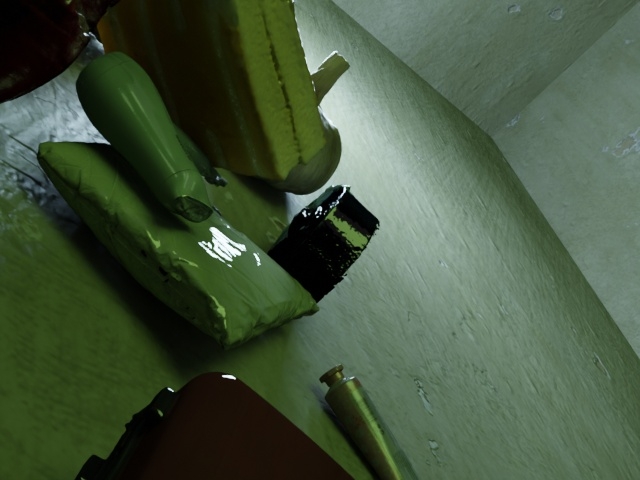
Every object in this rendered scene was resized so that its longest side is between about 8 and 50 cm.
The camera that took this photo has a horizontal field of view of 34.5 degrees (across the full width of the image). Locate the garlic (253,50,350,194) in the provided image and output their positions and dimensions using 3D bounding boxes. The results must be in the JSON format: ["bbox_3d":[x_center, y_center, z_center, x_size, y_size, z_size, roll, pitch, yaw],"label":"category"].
[{"bbox_3d":[-0.036,-0.188,1.517,0.218,0.212,0.218,40,14,-12],"label":"garlic"}]

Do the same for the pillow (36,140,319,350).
[{"bbox_3d":[-0.146,0.001,1.098,0.281,0.076,0.274,44,13,10],"label":"pillow"}]

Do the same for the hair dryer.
[{"bbox_3d":[-0.146,-0.081,1.105,0.206,0.075,0.237,54,7,23],"label":"hair dryer"}]

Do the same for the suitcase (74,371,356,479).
[{"bbox_3d":[-0.065,0.239,0.634,0.236,0.161,0.297,44,18,-8],"label":"suitcase"}]

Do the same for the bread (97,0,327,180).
[{"bbox_3d":[-0.136,-0.205,1.182,0.111,0.239,0.246,-47,138,-37],"label":"bread"}]

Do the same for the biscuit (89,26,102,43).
[{"bbox_3d":[-0.313,-0.314,1.329,0.187,0.036,0.273,38,-6,17],"label":"biscuit"}]

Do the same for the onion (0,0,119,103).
[{"bbox_3d":[-0.315,-0.266,0.938,0.314,0.314,0.232,51,6,14],"label":"onion"}]

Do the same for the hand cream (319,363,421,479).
[{"bbox_3d":[0.068,0.232,1.143,0.210,0.043,0.067,56,22,12],"label":"hand cream"}]

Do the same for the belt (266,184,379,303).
[{"bbox_3d":[0.000,0.000,1.290,0.078,0.151,0.198,43,4,-10],"label":"belt"}]
